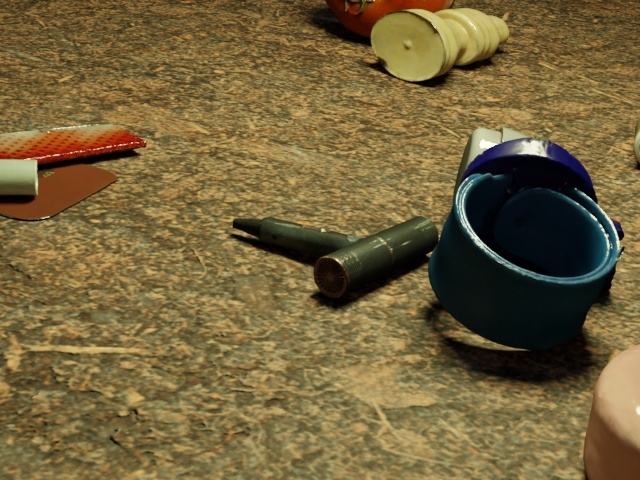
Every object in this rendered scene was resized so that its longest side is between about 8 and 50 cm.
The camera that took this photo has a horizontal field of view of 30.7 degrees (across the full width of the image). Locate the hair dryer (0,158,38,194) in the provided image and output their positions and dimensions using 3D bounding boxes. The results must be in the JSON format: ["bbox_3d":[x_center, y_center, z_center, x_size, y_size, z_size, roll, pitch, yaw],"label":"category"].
[{"bbox_3d":[-0.384,-0.034,1.253,0.154,0.044,0.183,-2,33,-11],"label":"hair dryer"}]

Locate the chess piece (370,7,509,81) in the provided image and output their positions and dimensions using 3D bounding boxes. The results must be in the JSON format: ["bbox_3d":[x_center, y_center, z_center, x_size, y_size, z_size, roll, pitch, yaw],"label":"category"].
[{"bbox_3d":[0.234,-0.347,1.998,0.138,0.124,0.307,-14,3,41],"label":"chess piece"}]

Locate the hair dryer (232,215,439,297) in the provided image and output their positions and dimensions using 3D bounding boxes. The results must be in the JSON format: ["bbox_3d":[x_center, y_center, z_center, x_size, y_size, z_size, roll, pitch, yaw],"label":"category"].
[{"bbox_3d":[0.005,-0.005,1.270,0.195,0.050,0.173,20,25,35],"label":"hair dryer"}]

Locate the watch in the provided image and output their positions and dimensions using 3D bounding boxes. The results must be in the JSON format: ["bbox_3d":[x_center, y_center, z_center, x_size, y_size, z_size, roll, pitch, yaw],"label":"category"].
[{"bbox_3d":[0.208,0.013,1.155,0.196,0.171,0.200,10,39,6],"label":"watch"}]

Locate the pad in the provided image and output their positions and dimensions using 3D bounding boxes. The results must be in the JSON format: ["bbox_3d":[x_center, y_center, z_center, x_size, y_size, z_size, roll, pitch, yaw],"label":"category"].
[{"bbox_3d":[-0.394,-0.081,1.392,0.267,0.004,0.181,15,25,20],"label":"pad"}]

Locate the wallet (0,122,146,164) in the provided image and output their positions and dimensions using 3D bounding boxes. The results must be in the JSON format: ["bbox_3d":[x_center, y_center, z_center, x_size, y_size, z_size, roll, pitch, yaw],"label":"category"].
[{"bbox_3d":[-0.328,-0.121,1.465,0.196,0.020,0.103,-11,28,-37],"label":"wallet"}]

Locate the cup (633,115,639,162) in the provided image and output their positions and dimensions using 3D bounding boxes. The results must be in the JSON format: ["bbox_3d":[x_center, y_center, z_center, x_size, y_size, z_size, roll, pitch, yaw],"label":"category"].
[{"bbox_3d":[0.482,-0.130,1.631,0.074,0.102,0.099,-27,12,27],"label":"cup"}]

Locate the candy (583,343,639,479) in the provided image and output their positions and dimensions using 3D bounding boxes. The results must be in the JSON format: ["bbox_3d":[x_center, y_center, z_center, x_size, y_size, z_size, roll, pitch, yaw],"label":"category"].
[{"bbox_3d":[0.330,0.166,0.898,0.255,0.094,0.255,5,24,-2],"label":"candy"}]

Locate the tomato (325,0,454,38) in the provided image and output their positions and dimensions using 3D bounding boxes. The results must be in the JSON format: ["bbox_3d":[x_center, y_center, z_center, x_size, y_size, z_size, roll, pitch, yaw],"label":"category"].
[{"bbox_3d":[0.129,-0.481,2.097,0.256,0.256,0.224,22,13,32],"label":"tomato"}]

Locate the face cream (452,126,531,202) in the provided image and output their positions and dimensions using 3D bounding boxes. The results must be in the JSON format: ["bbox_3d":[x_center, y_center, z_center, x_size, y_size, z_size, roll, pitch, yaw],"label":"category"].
[{"bbox_3d":[0.216,-0.073,1.372,0.104,0.117,0.117,15,25,0],"label":"face cream"}]
